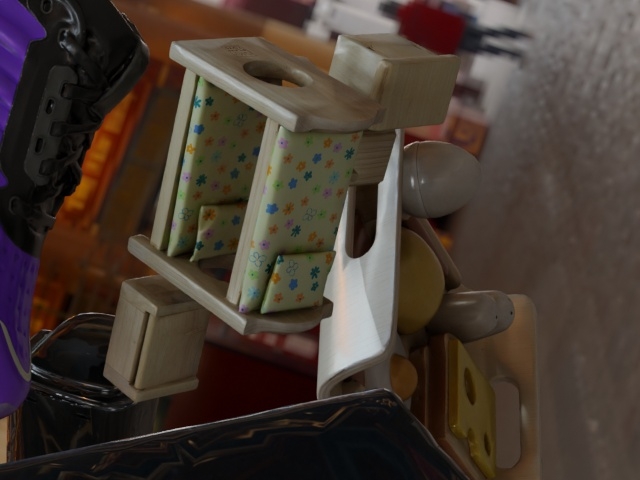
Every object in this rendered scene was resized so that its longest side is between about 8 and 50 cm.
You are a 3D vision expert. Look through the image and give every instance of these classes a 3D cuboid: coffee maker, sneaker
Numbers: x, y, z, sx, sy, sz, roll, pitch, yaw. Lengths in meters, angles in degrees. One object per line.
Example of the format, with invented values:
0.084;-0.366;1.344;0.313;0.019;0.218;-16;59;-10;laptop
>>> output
-0.175;0.167;1.253;0.171;0.120;0.178;-97;13;-60;coffee maker
-0.154;-0.062;0.843;0.102;0.146;0.293;87;172;-82;sneaker

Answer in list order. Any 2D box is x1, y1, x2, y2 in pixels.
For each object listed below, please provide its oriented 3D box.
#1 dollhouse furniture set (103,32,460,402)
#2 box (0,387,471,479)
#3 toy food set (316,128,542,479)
0.000;0.000;0.846;0.161;0.101;0.181;-10;-57;-43;dollhouse furniture set
-0.101;0.264;0.394;0.212;0.294;0.395;49;132;36;box
0.087;0.054;1.097;0.306;0.092;0.219;54;-148;-49;toy food set
